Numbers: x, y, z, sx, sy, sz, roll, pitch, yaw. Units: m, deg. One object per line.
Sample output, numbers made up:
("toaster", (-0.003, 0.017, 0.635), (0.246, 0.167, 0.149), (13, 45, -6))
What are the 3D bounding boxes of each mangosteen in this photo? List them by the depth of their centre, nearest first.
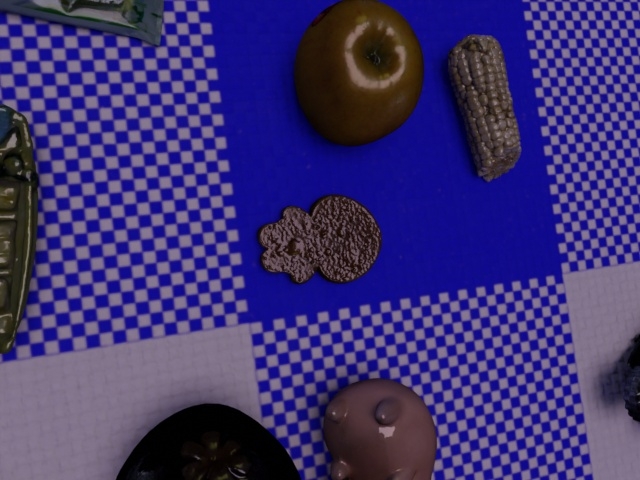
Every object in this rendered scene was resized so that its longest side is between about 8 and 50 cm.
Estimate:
("mangosteen", (-0.123, 0.316, 0.687), (0.243, 0.243, 0.243), (1, 85, -17))

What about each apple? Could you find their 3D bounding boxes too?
("apple", (0.051, -0.220, 0.802), (0.182, 0.155, 0.182), (2, 84, -20))

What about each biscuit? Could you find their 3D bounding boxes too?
("biscuit", (0.000, 0.000, 0.836), (0.175, 0.026, 0.124), (-6, 86, -18))

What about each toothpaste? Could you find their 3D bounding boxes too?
("toothpaste", (-0.343, -0.300, 0.747), (0.297, 0.048, 0.075), (5, 84, -20))

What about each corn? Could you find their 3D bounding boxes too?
("corn", (0.244, -0.195, 0.897), (0.087, 0.087, 0.211), (-15, 89, -18))

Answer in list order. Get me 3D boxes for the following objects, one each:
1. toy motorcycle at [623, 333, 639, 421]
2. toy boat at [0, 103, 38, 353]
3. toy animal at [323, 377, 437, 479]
("toy motorcycle", (0.563, 0.199, 0.956), (0.270, 0.106, 0.159), (-41, 102, -27))
("toy boat", (-0.380, -0.012, 0.693), (0.111, 0.084, 0.276), (2, 88, -20))
("toy animal", (0.074, 0.298, 0.772), (0.154, 0.166, 0.250), (-7, 95, -61))
